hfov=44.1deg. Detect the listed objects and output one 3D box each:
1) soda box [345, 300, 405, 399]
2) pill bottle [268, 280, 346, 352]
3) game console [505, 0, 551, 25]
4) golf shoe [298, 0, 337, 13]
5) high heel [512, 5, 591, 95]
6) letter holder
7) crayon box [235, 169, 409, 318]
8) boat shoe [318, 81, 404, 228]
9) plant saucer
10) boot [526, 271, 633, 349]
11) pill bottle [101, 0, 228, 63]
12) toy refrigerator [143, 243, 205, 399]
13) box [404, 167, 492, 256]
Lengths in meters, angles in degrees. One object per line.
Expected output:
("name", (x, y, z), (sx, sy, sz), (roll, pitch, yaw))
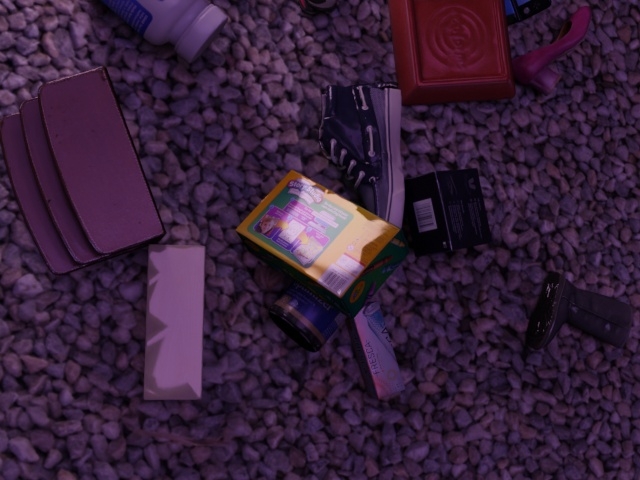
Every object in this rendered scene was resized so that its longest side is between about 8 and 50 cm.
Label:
("soda box", (0.104, 0.214, 1.543), (0.062, 0.058, 0.183), (-17, 90, -18))
("pill bottle", (0.014, 0.093, 1.493), (0.123, 0.123, 0.219), (44, 74, -9))
("game console", (0.408, -0.546, 1.704), (0.085, 0.124, 0.144), (-21, 92, -45))
("golf shoe", (-0.014, -0.589, 1.557), (0.105, 0.120, 0.273), (-17, 88, -17))
("high heel", (0.501, -0.439, 1.731), (0.117, 0.082, 0.244), (32, 81, -5))
("letter holder", (-0.423, -0.111, 1.363), (0.214, 0.152, 0.302), (-20, 91, -16))
("crayon box", (0.000, 0.000, 1.433), (0.278, 0.081, 0.165), (31, 71, 34))
("boat shoe", (0.073, -0.149, 1.547), (0.158, 0.127, 0.341), (2, 76, -11))
("plant saucer", (0.281, -0.420, 1.650), (0.258, 0.048, 0.259), (-5, 86, -10))
("boot", (0.558, 0.182, 1.689), (0.208, 0.076, 0.190), (29, 79, -20))
("pill bottle", (-0.306, -0.454, 1.433), (0.272, 0.152, 0.152), (41, 74, -10))
("toy refrigerator", (-0.261, 0.146, 1.419), (0.102, 0.094, 0.270), (1, 83, -10))
("box", (0.251, -0.056, 1.567), (0.158, 0.093, 0.156), (-9, 87, -47))
